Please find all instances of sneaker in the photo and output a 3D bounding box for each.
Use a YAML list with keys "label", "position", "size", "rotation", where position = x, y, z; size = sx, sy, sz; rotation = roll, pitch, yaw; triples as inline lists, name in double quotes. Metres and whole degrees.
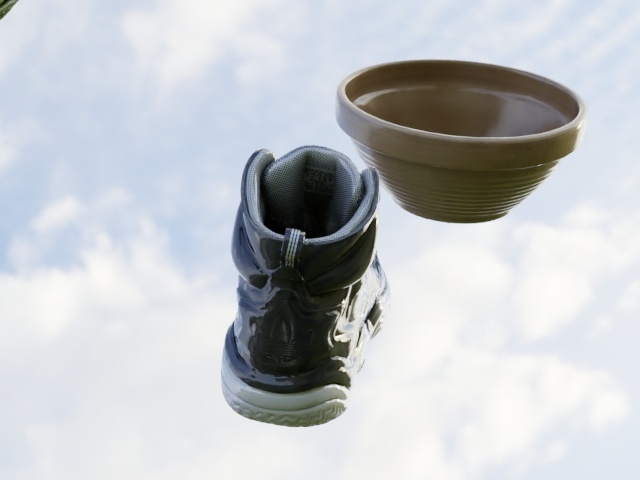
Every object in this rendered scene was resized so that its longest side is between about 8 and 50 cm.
- label: "sneaker"
  position: [0.000, 0.000, 1.111]
  size: [0.101, 0.268, 0.153]
  rotation: [9, -65, 4]

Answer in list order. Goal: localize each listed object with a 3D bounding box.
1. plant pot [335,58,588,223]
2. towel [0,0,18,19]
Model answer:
- label: "plant pot"
  position: [0.128, -0.087, 1.591]
  size: [0.237, 0.237, 0.109]
  rotation: [-7, -65, -25]
- label: "towel"
  position: [-0.255, -0.183, 1.106]
  size: [0.110, 0.148, 0.027]
  rotation: [-44, -29, -25]
